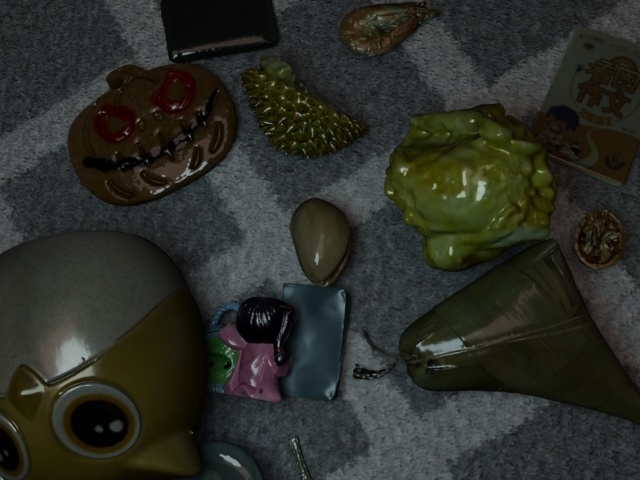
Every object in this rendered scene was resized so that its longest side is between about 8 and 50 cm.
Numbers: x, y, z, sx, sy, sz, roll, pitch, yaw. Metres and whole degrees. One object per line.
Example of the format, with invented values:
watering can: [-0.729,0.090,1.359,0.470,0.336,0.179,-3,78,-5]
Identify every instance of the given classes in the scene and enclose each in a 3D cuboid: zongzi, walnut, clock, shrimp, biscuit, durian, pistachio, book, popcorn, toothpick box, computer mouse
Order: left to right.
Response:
toothpick box: [-0.400,0.226,1.168,0.409,0.409,0.425,-15,74,3]
biscuit: [-0.368,-0.246,1.444,0.367,0.063,0.314,-27,78,1]
computer mouse: [-0.192,0.548,1.234,0.188,0.122,0.371,7,86,10]
clock: [-0.144,0.203,1.290,0.194,0.100,0.195,3,77,28]
durian: [-0.057,-0.281,1.377,0.306,0.172,0.166,29,59,19]
pistachio: [0.000,0.000,1.321,0.124,0.124,0.185,0,64,6]
shrimp: [0.147,-0.455,1.438,0.217,0.051,0.115,-11,84,3]
popcorn: [0.276,-0.109,1.252,0.312,0.312,0.312,-1,78,6]
zongzi: [0.318,0.256,1.215,0.447,0.181,0.418,-32,78,1]
walnut: [0.533,0.002,1.302,0.091,0.052,0.121,15,78,10]
book: [0.567,-0.278,1.373,0.208,0.020,0.295,24,82,11]

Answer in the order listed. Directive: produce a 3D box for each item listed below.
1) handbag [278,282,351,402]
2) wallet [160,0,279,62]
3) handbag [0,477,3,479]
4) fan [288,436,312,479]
handbag: [-0.022,0.198,1.324,0.144,0.057,0.221,4,80,14]
wallet: [-0.222,-0.478,1.484,0.245,0.052,0.168,-10,74,-3]
handbag: [-0.621,0.533,1.263,0.325,0.162,0.327,-45,83,-2]
fan: [-0.003,0.537,1.270,0.229,0.011,0.335,-20,77,2]
